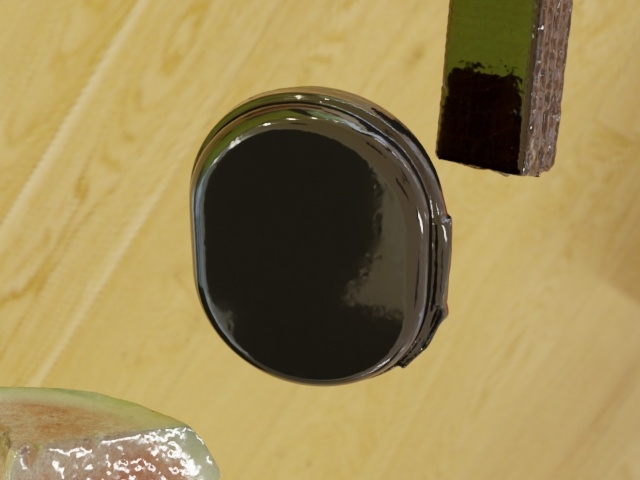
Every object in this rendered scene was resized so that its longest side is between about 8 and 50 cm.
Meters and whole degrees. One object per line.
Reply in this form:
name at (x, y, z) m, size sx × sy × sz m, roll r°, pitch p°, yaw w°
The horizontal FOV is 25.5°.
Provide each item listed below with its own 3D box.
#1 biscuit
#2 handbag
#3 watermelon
biscuit at (0.178, -0.191, 1.361) m, size 0.070 × 0.106 × 0.252 m, roll -17°, pitch 115°, yaw -53°
handbag at (0.000, -0.001, 1.340) m, size 0.253 × 0.093 × 0.308 m, roll 7°, pitch 118°, yaw 13°
watermelon at (-0.269, 0.257, 1.439) m, size 0.310 × 0.231 × 0.193 m, roll 9°, pitch 107°, yaw 21°
